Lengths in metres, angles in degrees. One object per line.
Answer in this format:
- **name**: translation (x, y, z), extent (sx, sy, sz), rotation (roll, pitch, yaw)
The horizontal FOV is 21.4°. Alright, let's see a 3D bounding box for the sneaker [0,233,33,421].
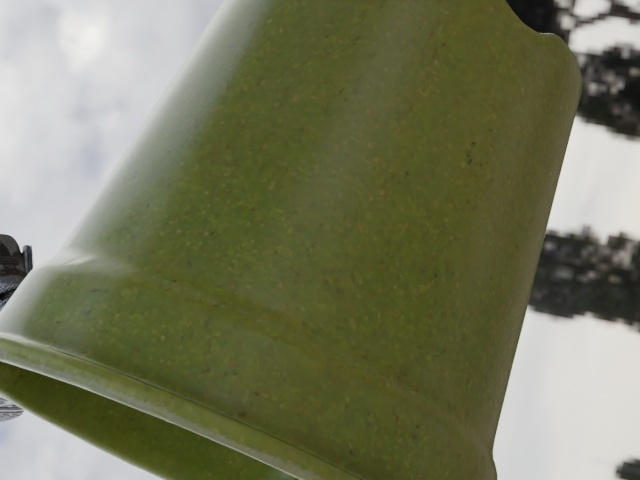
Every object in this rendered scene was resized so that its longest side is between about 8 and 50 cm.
- **sneaker**: translation (-0.251, 0.060, 1.421), extent (0.101, 0.268, 0.153), rotation (8, -112, -45)

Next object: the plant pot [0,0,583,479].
- **plant pot**: translation (0.000, 0.000, 0.824), extent (0.254, 0.276, 0.276), rotation (-67, -23, -14)
